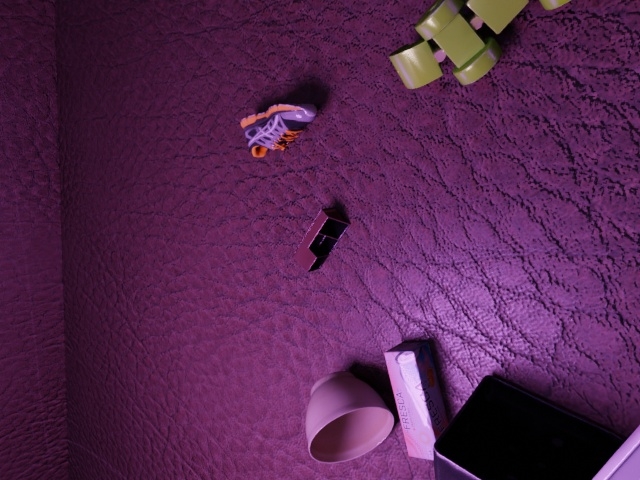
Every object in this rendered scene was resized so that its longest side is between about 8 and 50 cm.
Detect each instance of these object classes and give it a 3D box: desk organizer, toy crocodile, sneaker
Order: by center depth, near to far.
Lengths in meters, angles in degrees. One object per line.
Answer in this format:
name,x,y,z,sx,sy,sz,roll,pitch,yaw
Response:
toy crocodile,0.235,-0.324,0.538,0.115,0.105,0.340,38,129,-19
desk organizer,0.000,0.000,0.818,0.050,0.047,0.130,48,124,23
sneaker,-0.081,-0.225,0.839,0.214,0.084,0.083,-1,99,50

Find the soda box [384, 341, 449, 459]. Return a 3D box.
soda box,0.168,0.270,0.703,0.063,0.058,0.183,-17,86,41

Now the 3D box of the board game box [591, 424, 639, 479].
board game box,0.393,0.292,0.331,0.389,0.050,0.390,22,116,10

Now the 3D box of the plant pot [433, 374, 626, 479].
plant pot,0.268,0.333,0.558,0.187,0.188,0.167,21,121,37

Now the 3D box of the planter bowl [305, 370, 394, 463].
planter bowl,0.042,0.317,0.771,0.162,0.162,0.109,-65,29,26
